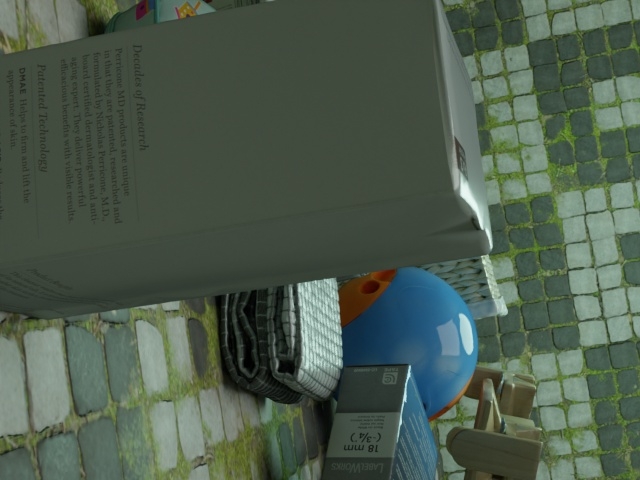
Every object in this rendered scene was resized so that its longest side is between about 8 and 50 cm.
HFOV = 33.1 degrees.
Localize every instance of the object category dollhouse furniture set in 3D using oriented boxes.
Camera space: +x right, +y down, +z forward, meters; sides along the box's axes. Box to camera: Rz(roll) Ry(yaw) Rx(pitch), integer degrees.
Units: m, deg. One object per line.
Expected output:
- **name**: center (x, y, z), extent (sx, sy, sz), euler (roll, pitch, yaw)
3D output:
- **dollhouse furniture set**: center (0.232, 0.446, 1.945), extent (0.362, 0.256, 0.394), euler (-53, 152, -76)

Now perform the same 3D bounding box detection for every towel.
- **towel**: center (-0.059, 0.076, 1.486), extent (0.235, 0.121, 0.284), euler (44, 39, -69)

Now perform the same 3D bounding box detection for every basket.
- **basket**: center (0.202, 0.063, 2.272), extent (0.331, 0.328, 0.267), euler (20, 58, -77)

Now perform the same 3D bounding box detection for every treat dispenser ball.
- **treat dispenser ball**: center (0.134, 0.187, 1.907), extent (0.288, 0.288, 0.288), euler (-10, 90, -79)

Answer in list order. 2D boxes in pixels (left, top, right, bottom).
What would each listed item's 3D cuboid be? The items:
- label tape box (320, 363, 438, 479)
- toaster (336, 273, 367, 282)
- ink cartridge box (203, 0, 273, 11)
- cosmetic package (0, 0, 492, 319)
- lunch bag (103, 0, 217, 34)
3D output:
- **label tape box**: center (0.080, 0.374, 1.494), extent (0.241, 0.105, 0.334), euler (70, 24, -43)
- **toaster**: center (0.000, 0.000, 1.762), extent (0.227, 0.146, 0.129), euler (60, 24, -61)
- **ink cartridge box**: center (-0.098, -0.273, 1.506), extent (0.127, 0.128, 0.176), euler (24, 57, -63)
- **cosmetic package**: center (-0.080, -0.050, 0.776), extent (0.217, 0.384, 0.156), euler (41, 40, -73)
- **lunch bag**: center (-0.125, -0.127, 1.177), extent (0.279, 0.107, 0.224), euler (27, 56, -48)
